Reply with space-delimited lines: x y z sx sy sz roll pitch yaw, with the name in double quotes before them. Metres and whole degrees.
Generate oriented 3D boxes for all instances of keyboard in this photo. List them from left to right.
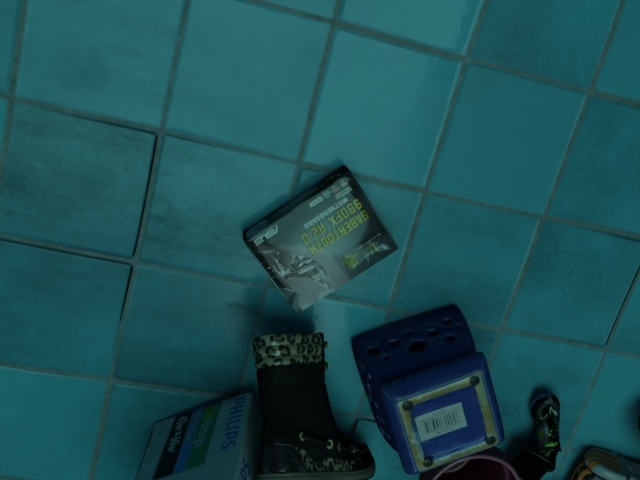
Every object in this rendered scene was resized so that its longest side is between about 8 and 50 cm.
"keyboard" 0.414 0.507 1.644 0.100 0.038 0.192 31 120 3

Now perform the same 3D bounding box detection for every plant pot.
"plant pot" 0.214 0.295 1.457 0.235 0.212 0.236 -18 112 -3
"plant pot" 0.283 0.471 1.546 0.201 0.180 0.202 -3 110 -9

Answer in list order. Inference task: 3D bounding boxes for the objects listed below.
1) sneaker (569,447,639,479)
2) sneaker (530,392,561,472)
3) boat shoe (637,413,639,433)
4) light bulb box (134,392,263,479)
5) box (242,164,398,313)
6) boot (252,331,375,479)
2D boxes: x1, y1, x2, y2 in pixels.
"sneaker" 0.699 0.596 1.692 0.321 0.124 0.180 24 111 3
"sneaker" 0.488 0.409 1.612 0.067 0.078 0.188 -6 110 -7
"boat shoe" 0.810 0.470 1.667 0.324 0.120 0.122 42 106 -14
"light bulb box" -0.175 0.547 1.391 0.225 0.358 0.361 -19 111 11
"box" 0.000 0.000 1.400 0.231 0.056 0.183 -32 111 3
"boot" -0.012 0.324 1.440 0.138 0.377 0.284 -13 76 28
